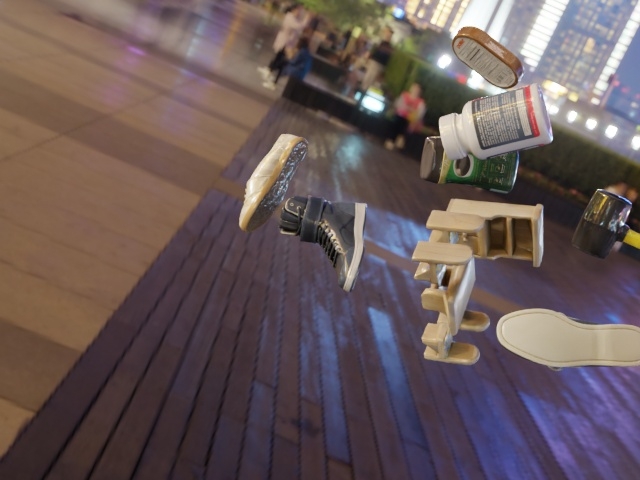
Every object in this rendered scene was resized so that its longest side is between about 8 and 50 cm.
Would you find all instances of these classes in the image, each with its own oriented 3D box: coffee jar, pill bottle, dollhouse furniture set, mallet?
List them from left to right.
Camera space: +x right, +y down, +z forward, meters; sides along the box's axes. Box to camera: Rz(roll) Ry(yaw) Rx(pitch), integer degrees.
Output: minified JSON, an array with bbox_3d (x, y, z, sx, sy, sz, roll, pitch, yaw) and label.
[{"bbox_3d":[0.292,-0.151,1.838,0.184,0.096,0.079,8,10,-3],"label":"coffee jar"},{"bbox_3d":[0.429,0.078,2.463,0.256,0.362,0.394,6,41,21],"label":"dollhouse furniture set"},{"bbox_3d":[0.305,-0.201,1.628,0.180,0.108,0.108,-13,1,19],"label":"pill bottle"},{"bbox_3d":[0.324,0.025,0.859,0.189,0.062,0.039,34,15,14],"label":"mallet"}]

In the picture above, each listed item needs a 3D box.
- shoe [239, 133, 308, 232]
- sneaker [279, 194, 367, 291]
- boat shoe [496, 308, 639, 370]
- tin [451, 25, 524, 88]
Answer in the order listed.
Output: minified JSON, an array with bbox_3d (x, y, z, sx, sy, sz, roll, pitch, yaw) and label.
[{"bbox_3d":[-0.102,-0.115,1.840,0.058,0.219,0.076,29,-6,27],"label":"shoe"},{"bbox_3d":[0.000,0.001,1.717,0.163,0.086,0.226,11,38,-5],"label":"sneaker"},{"bbox_3d":[0.401,0.162,1.506,0.254,0.095,0.079,2,-13,-8],"label":"boat shoe"},{"bbox_3d":[0.395,-0.432,2.199,0.189,0.040,0.106,37,-27,-2],"label":"tin"}]
